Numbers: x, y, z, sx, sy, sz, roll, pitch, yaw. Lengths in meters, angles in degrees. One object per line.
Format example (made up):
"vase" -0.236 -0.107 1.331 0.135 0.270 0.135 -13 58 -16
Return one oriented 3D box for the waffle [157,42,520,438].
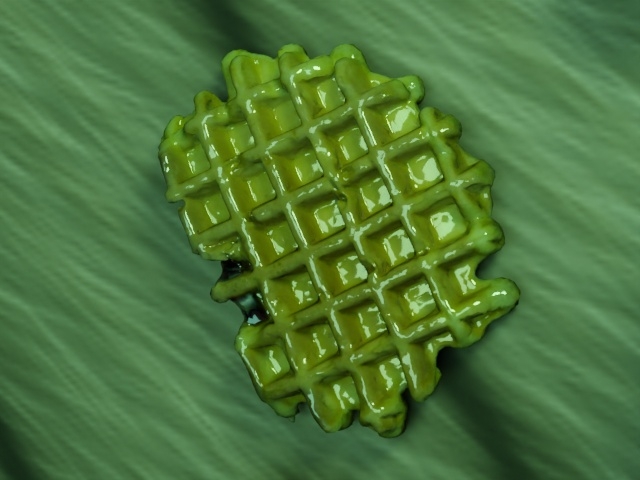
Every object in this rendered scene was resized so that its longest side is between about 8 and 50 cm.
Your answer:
"waffle" 0.000 -0.001 1.333 0.309 0.065 0.283 24 103 24
